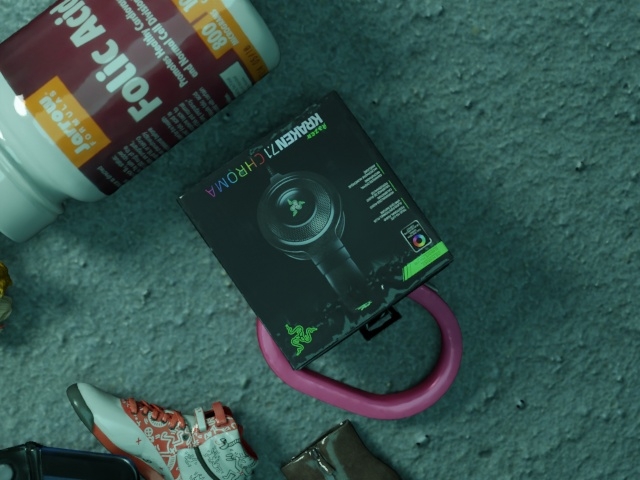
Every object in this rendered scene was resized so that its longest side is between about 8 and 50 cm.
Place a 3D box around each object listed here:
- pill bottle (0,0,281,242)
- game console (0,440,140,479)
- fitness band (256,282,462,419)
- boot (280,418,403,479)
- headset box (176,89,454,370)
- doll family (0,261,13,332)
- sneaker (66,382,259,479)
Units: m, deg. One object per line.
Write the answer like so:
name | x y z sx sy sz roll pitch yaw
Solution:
pill bottle | -0.263 -0.188 1.416 0.392 0.224 0.224 -38 104 -1
game console | -0.372 0.428 1.532 0.250 0.173 0.293 -11 102 -32
fitness band | 0.055 0.131 1.616 0.291 0.054 0.209 23 96 -11
boot | 0.009 0.399 1.658 0.248 0.090 0.207 -40 92 1
headset box | 0.000 0.000 1.502 0.246 0.131 0.283 -34 85 -1
doll family | -0.471 0.026 1.460 0.163 0.118 0.263 -10 104 9
sneaker | -0.203 0.249 1.579 0.145 0.090 0.270 -42 107 -1
